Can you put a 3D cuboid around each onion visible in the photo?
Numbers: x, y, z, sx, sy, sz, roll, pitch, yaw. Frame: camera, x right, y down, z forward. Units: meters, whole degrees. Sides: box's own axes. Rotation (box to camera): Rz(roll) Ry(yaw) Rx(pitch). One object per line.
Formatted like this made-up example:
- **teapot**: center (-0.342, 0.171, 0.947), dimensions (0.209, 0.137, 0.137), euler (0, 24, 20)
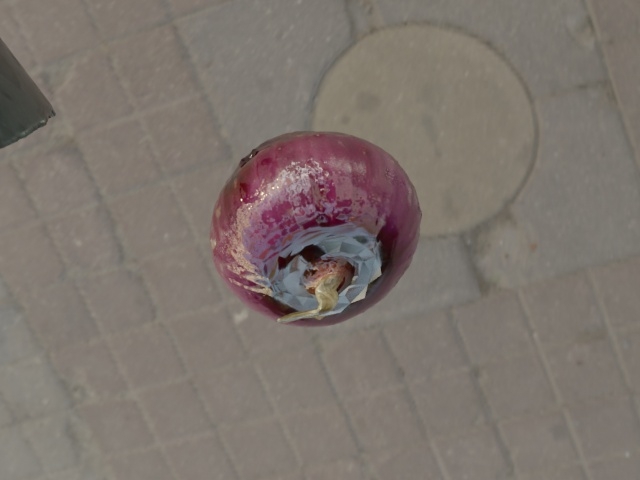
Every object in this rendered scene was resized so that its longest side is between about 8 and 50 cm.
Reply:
- **onion**: center (-0.002, -0.008, 1.122), dimensions (0.153, 0.177, 0.177), euler (37, 129, 41)

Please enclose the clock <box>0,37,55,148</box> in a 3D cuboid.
- **clock**: center (-0.280, -0.009, 0.675), dimensions (0.312, 0.312, 0.061), euler (-26, 102, 22)
